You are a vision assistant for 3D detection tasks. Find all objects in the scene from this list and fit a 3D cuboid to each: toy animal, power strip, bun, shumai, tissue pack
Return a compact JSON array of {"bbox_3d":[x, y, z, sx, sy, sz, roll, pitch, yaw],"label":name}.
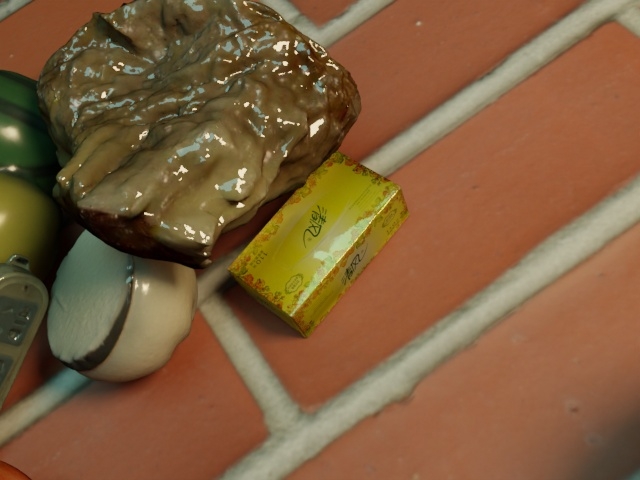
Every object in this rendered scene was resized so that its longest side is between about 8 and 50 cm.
[{"bbox_3d":[-0.381,-0.033,0.860,0.191,0.216,0.338,20,63,-3],"label":"toy animal"},{"bbox_3d":[-0.357,0.149,0.771,0.048,0.080,0.286,20,83,42],"label":"power strip"},{"bbox_3d":[-0.188,0.061,0.781,0.173,0.120,0.173,-20,61,42],"label":"bun"},{"bbox_3d":[-0.134,-0.077,0.753,0.346,0.217,0.283,-1,57,7],"label":"shumai"},{"bbox_3d":[0.000,0.000,0.793,0.095,0.062,0.176,34,77,30],"label":"tissue pack"}]

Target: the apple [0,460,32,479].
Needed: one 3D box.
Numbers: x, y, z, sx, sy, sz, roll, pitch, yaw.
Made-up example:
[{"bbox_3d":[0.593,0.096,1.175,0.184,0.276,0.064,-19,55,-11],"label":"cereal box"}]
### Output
[{"bbox_3d":[-0.306,0.291,0.664,0.199,0.199,0.199,-8,60,13],"label":"apple"}]
